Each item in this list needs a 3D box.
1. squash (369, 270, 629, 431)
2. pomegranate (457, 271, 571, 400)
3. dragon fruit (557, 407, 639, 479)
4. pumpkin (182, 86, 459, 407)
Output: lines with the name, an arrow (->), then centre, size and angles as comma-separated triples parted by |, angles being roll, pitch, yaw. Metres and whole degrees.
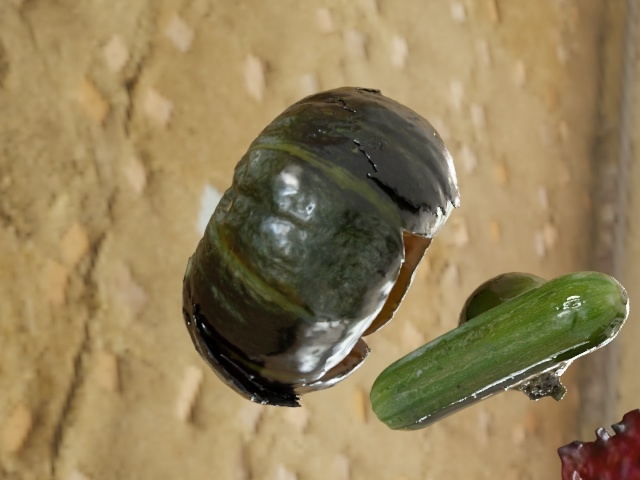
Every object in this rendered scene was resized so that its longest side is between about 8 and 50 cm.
squash -> 0.137, 0.087, 1.321 | 0.066, 0.229, 0.066 | 41, -148, -33
pomegranate -> 0.192, 0.095, 1.655 | 0.130, 0.130, 0.130 | 25, -120, -56
dragon fruit -> 0.272, 0.139, 0.881 | 0.330, 0.240, 0.302 | -5, -55, -52
pumpkin -> 0.000, 0.000, 1.601 | 0.320, 0.192, 0.320 | -55, -9, -12
